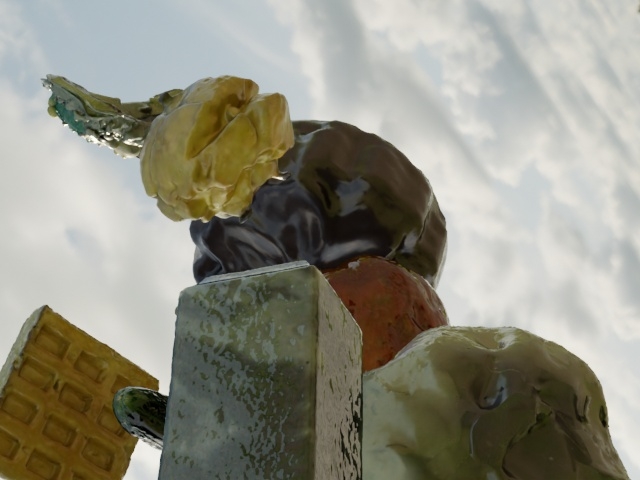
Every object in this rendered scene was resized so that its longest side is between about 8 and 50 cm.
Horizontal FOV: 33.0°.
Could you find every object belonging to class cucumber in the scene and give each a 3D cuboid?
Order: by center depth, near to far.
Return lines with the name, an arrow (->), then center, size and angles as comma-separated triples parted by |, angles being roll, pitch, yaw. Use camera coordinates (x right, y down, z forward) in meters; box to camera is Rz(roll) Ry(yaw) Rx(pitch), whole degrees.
cucumber -> -0.172, 0.247, 1.380 | 0.241, 0.074, 0.074 | 38, -151, -43

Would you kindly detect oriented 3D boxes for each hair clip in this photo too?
hair clip -> -0.230, -0.141, 1.379 | 0.138, 0.091, 0.321 | 35, -163, 23

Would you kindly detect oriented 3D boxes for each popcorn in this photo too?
popcorn -> -0.101, -0.092, 1.077 | 0.152, 0.167, 0.148 | 44, -172, -15

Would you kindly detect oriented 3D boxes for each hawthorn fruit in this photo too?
hawthorn fruit -> 0.052, 0.147, 1.321 | 0.258, 0.258, 0.261 | 41, -167, -36

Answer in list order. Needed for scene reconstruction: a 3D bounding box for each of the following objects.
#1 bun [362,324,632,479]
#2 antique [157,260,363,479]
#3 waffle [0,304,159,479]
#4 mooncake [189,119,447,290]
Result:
bun -> 0.135, 0.190, 0.885 | 0.273, 0.168, 0.272 | 6, -113, -15
antique -> -0.029, 0.104, 0.589 | 0.086, 0.088, 0.183 | 57, -151, -52
waffle -> -0.354, 0.246, 1.499 | 0.221, 0.055, 0.247 | 39, -130, -26
mooncake -> 0.000, 0.000, 1.581 | 0.381, 0.350, 0.212 | 20, -144, -1
